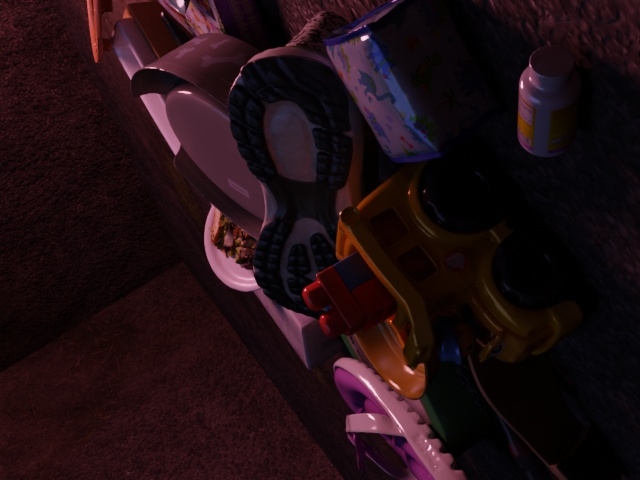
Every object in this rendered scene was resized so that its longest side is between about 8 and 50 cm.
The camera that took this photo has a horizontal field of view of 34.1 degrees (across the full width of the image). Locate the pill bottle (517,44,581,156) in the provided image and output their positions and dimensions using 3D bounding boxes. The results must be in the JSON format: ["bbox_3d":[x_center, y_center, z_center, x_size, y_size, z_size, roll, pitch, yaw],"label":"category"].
[{"bbox_3d":[0.164,-0.100,0.748,0.043,0.043,0.083,51,166,31],"label":"pill bottle"}]

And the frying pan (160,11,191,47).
[{"bbox_3d":[-0.127,-0.201,1.579,0.326,0.053,0.197,53,169,-4],"label":"frying pan"}]

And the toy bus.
[{"bbox_3d":[0.101,0.045,0.972,0.220,0.211,0.149,53,166,15],"label":"toy bus"}]

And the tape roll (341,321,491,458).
[{"bbox_3d":[0.122,0.172,1.528,0.321,0.077,0.321,54,168,17],"label":"tape roll"}]

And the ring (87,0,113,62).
[{"bbox_3d":[-0.371,-0.462,1.721,0.336,0.032,0.336,175,90,-77],"label":"ring"}]

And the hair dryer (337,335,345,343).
[{"bbox_3d":[0.084,0.241,1.765,0.293,0.080,0.223,52,-178,15],"label":"hair dryer"}]

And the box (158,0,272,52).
[{"bbox_3d":[-0.173,-0.358,1.415,0.293,0.057,0.201,47,166,41],"label":"box"}]

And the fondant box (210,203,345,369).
[{"bbox_3d":[-0.081,0.066,2.034,0.330,0.096,0.238,52,167,22],"label":"fondant box"}]

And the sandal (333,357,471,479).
[{"bbox_3d":[0.095,0.295,1.513,0.416,0.102,0.169,37,156,59],"label":"sandal"}]

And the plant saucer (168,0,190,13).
[{"bbox_3d":[-0.196,-0.348,1.335,0.119,0.021,0.119,54,167,19],"label":"plant saucer"}]

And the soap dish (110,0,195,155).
[{"bbox_3d":[-0.233,-0.260,1.760,0.290,0.118,0.229,59,168,-7],"label":"soap dish"}]

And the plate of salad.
[{"bbox_3d":[-0.140,-0.007,1.901,0.200,0.200,0.048,53,-156,22],"label":"plate of salad"}]

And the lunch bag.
[{"bbox_3d":[0.069,-0.139,0.909,0.128,0.096,0.151,60,158,-11],"label":"lunch bag"}]

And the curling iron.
[{"bbox_3d":[0.256,0.266,1.327,0.274,0.035,0.068,57,172,5],"label":"curling iron"}]

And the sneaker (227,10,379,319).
[{"bbox_3d":[0.018,-0.070,1.146,0.158,0.182,0.410,13,138,16],"label":"sneaker"}]

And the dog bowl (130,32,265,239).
[{"bbox_3d":[-0.089,-0.125,1.378,0.349,0.102,0.349,38,161,15],"label":"dog bowl"}]

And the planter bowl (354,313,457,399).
[{"bbox_3d":[0.106,0.081,1.297,0.217,0.090,0.217,53,159,31],"label":"planter bowl"}]

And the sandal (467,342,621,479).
[{"bbox_3d":[0.220,0.176,1.118,0.240,0.088,0.079,53,162,0],"label":"sandal"}]
